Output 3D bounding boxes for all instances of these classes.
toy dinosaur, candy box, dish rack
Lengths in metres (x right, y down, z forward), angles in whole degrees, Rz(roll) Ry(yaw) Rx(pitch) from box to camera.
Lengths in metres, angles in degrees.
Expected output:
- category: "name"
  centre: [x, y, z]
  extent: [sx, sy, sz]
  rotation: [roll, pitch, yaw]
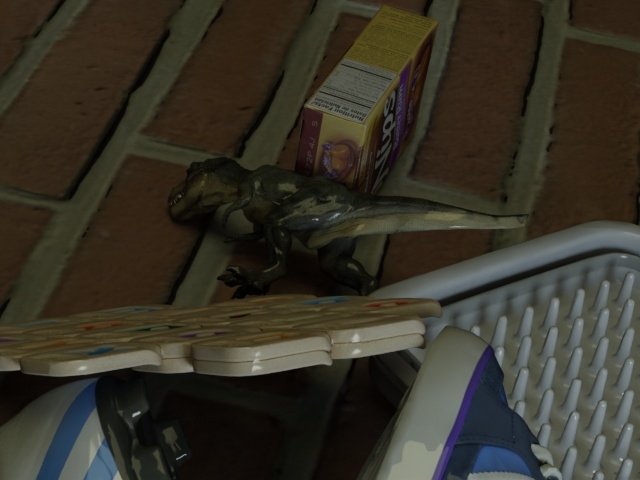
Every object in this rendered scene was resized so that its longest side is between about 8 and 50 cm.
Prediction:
- category: "toy dinosaur"
  centre: [0.000, 0.000, 1.251]
  extent: [0.268, 0.064, 0.118]
  rotation: [9, 55, 18]
- category: "candy box"
  centre: [0.033, -0.091, 1.372]
  extent: [0.053, 0.109, 0.187]
  rotation: [19, 36, 12]
- category: "dish rack"
  centre: [0.207, 0.121, 1.149]
  extent: [0.285, 0.072, 0.333]
  rotation: [-17, 43, -33]

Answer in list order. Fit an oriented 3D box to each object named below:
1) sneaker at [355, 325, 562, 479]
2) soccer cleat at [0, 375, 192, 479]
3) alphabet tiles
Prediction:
- category: "sneaker"
  centre: [0.121, 0.202, 0.945]
  extent: [0.236, 0.130, 0.323]
  rotation: [25, 37, -1]
- category: "soccer cleat"
  centre: [-0.112, 0.221, 0.910]
  extent: [0.143, 0.116, 0.331]
  rotation: [-25, 49, 7]
- category: "alphabet tiles"
  centre: [-0.079, 0.058, 1.064]
  extent: [0.278, 0.021, 0.284]
  rotation: [-8, 4, -41]
